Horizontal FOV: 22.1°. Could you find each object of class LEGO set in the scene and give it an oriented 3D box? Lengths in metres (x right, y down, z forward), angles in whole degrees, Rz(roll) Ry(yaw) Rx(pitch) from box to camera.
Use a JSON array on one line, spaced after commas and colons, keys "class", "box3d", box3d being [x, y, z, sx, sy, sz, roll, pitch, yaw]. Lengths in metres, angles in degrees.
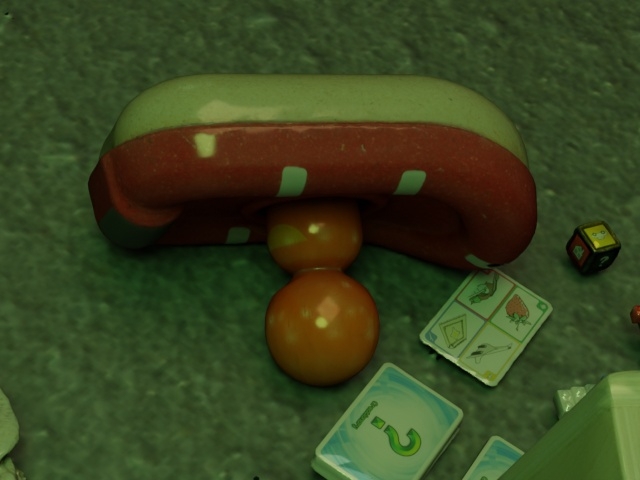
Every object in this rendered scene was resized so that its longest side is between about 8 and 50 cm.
[{"class": "LEGO set", "box3d": [0.135, 0.079, 0.849, 0.182, 0.060, 0.244, 34, 48, 11]}]

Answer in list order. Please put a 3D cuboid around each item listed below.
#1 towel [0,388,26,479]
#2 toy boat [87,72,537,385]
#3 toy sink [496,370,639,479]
[{"class": "towel", "box3d": [-0.273, 0.045, 0.765, 0.187, 0.049, 0.282, -23, 59, -32]}, {"class": "toy boat", "box3d": [0.000, 0.000, 0.849, 0.231, 0.151, 0.151, -1, 78, -16]}, {"class": "toy sink", "box3d": [0.215, 0.144, 0.725, 0.234, 0.153, 0.131, 1, 64, -15]}]
